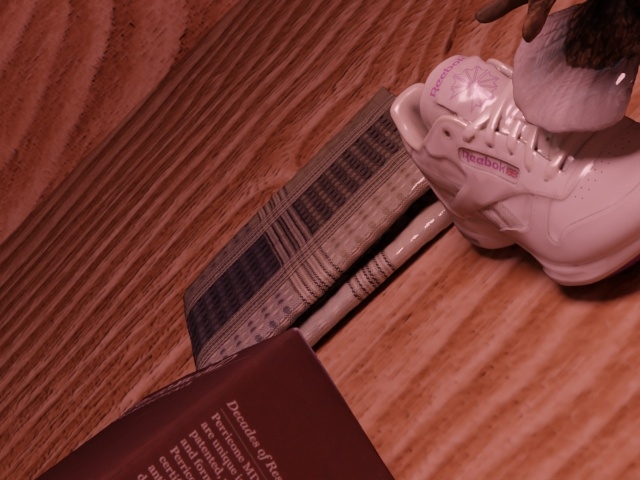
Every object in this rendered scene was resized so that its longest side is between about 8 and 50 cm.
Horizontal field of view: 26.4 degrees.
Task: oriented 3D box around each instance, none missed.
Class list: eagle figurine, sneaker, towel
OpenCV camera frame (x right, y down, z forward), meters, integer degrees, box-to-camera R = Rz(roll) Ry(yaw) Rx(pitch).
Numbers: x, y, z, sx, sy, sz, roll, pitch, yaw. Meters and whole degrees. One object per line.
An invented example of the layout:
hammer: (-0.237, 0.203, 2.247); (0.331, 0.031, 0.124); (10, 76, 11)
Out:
eagle figurine: (0.255, -0.196, 0.836); (0.298, 0.226, 0.225); (-10, 3, -22)
sneaker: (0.142, -0.055, 0.948); (0.114, 0.152, 0.305); (-48, 21, -14)
towel: (0.000, 0.000, 1.285); (0.324, 0.056, 0.312); (-46, 17, 4)

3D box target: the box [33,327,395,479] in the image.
box: (-0.144, 0.216, 0.824); (0.191, 0.143, 0.381); (-28, 4, 44)
